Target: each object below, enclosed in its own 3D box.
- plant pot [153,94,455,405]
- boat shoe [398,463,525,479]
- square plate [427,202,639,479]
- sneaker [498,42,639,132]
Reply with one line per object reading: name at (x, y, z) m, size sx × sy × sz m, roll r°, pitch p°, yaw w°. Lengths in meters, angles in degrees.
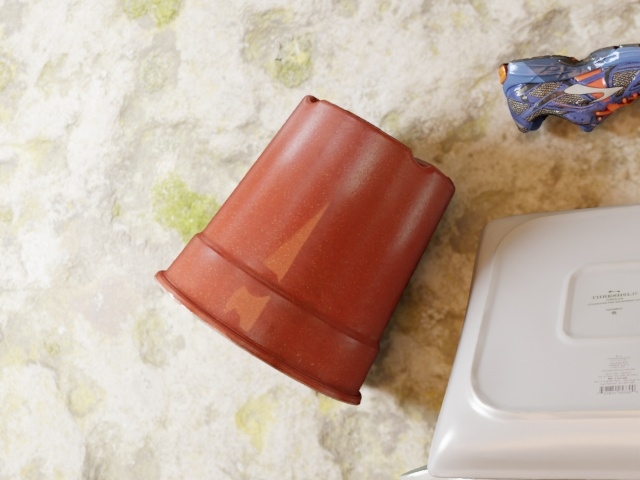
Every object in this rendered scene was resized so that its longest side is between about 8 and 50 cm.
plant pot at (0.000, 0.000, 1.100) m, size 0.272 × 0.272 × 0.265 m, roll 33°, pitch 91°, yaw 27°
boat shoe at (0.191, 0.270, 1.055) m, size 0.227 × 0.079 × 0.081 m, roll -19°, pitch 83°, yaw 34°
square plate at (0.288, 0.071, 0.929) m, size 0.347 × 0.049 × 0.344 m, roll -7°, pitch 40°, yaw 28°
sneaker at (0.304, -0.162, 1.058) m, size 0.221 × 0.083 × 0.087 m, roll -2°, pitch 96°, yaw 33°
